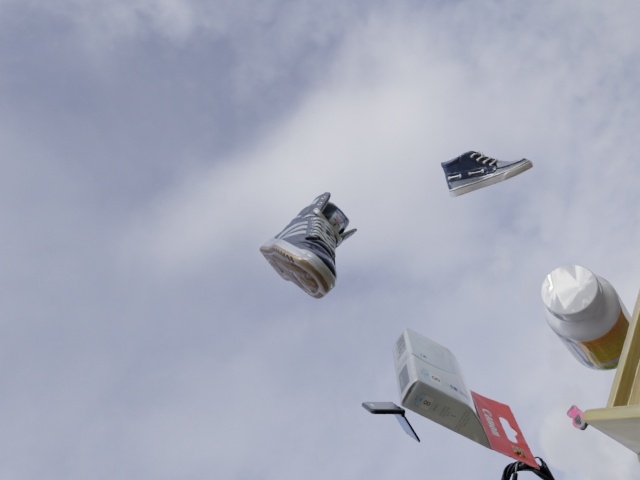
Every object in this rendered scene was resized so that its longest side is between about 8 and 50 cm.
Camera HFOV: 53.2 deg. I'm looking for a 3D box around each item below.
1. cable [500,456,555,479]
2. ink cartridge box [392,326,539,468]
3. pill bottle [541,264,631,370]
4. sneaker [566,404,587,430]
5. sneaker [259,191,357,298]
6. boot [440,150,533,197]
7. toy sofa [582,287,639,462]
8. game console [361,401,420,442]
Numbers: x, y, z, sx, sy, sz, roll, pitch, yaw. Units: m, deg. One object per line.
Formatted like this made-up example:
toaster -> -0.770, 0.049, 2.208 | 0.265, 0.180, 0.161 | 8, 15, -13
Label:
cable -> 0.588, 0.703, 1.773 | 0.150, 0.184, 0.047 | -30, -13, 14
ink cartridge box -> 0.377, 0.396, 1.649 | 0.385, 0.308, 0.091 | 26, -75, -5
pill bottle -> 0.510, 0.145, 1.221 | 0.136, 0.136, 0.245 | -55, -47, -6
sneaker -> 0.747, 0.513, 1.825 | 0.057, 0.119, 0.047 | 36, -77, 1
sneaker -> 0.000, 0.000, 1.026 | 0.153, 0.282, 0.099 | -38, -76, -11
boot -> 0.357, -0.162, 1.389 | 0.069, 0.190, 0.086 | -27, -83, -63
toy sofa -> 0.489, 0.111, 0.804 | 0.177, 0.150, 0.362 | 32, -115, -8
game console -> 0.150, 0.393, 1.387 | 0.107, 0.122, 0.071 | 2, -97, -7
